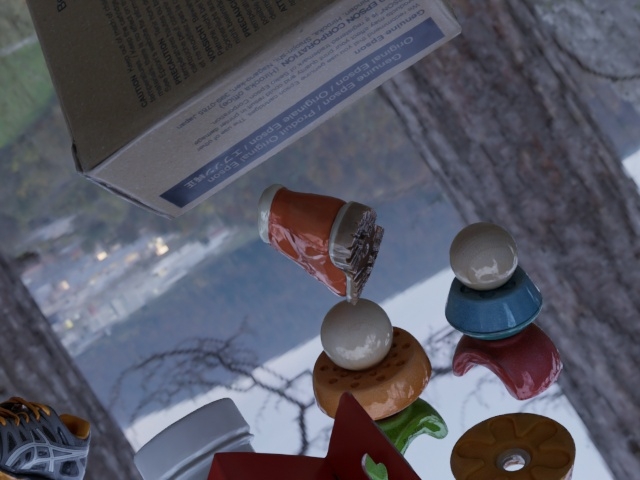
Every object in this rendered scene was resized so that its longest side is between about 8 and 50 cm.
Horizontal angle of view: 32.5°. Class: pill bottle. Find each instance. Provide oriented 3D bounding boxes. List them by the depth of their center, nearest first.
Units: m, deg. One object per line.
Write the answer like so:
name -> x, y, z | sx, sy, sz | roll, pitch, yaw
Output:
pill bottle -> -0.061, 0.258, 0.944 | 0.131, 0.229, 0.131 | -32, 167, -9

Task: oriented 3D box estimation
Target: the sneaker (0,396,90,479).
sneaker -> -0.253, 0.162, 0.880 | 0.215, 0.084, 0.083 | 56, 49, -65

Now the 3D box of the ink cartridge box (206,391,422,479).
ink cartridge box -> -0.023, 0.210, 0.599 | 0.078, 0.231, 0.134 | 8, -162, -27

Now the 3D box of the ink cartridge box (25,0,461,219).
ink cartridge box -> -0.063, -0.161, 0.595 | 0.193, 0.235, 0.088 | -32, 152, 15

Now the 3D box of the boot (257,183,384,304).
boot -> 0.000, 0.000, 0.817 | 0.158, 0.084, 0.059 | 67, 42, -69

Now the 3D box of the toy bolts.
toy bolts -> 0.126, 0.093, 0.920 | 0.218, 0.158, 0.228 | 12, -141, 41
